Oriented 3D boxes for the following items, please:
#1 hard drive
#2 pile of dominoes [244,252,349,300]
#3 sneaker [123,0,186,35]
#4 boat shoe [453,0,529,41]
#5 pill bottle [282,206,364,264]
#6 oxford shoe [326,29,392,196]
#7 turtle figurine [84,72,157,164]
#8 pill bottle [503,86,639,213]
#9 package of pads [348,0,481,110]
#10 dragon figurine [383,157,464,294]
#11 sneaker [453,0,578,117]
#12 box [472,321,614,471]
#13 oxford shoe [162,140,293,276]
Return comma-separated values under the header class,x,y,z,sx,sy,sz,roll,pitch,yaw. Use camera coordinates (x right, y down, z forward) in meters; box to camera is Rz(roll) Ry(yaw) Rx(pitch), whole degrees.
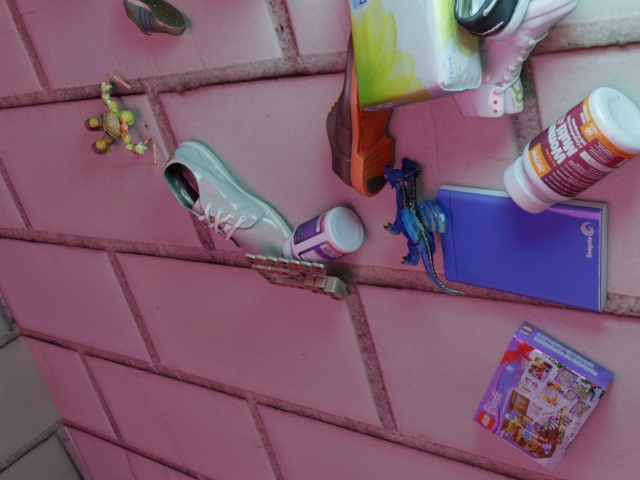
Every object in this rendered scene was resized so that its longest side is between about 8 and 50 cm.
class,x,y,z,sx,sy,sz,roll,pitch,yaw
hard drive,0.380,0.010,1.367,0.318,0.040,0.210,11,124,37
pile of dominoes,-0.064,0.097,1.723,0.251,0.040,0.196,7,158,30
sneaker,-0.390,-0.517,1.680,0.192,0.064,0.086,37,143,17
boat shoe,0.272,-0.448,1.033,0.114,0.091,0.303,18,100,48
pill bottle,0.000,0.000,1.646,0.193,0.108,0.108,-24,100,47
oxford shoe,0.064,-0.262,1.404,0.132,0.130,0.364,29,132,35
turtle figurine,-0.561,-0.301,1.952,0.217,0.087,0.270,-17,105,46
pill bottle,0.413,-0.141,1.176,0.121,0.121,0.221,50,138,3
package of pads,0.149,-0.377,1.181,0.229,0.101,0.297,2,100,56
dragon figurine,0.198,-0.025,1.420,0.144,0.085,0.289,99,150,-60
sneaker,0.320,-0.298,1.173,0.292,0.108,0.169,-13,110,56
box,0.458,0.333,1.504,0.200,0.057,0.293,31,134,21
oxford shoe,-0.231,-0.063,1.794,0.449,0.130,0.169,44,134,5
